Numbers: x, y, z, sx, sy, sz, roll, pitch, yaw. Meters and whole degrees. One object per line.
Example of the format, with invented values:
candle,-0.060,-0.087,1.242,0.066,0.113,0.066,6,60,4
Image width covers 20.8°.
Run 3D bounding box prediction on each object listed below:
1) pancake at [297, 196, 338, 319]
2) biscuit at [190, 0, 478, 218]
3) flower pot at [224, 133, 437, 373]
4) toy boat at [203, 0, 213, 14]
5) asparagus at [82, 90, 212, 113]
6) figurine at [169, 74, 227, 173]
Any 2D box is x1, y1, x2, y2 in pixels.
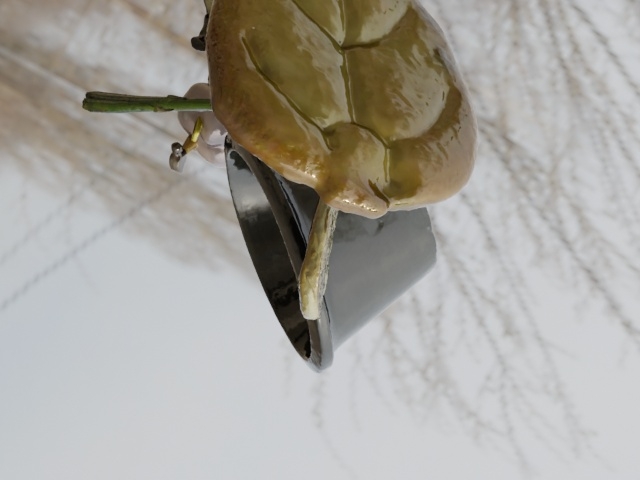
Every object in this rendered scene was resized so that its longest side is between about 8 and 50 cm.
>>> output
pancake,0.000,0.000,1.621,0.158,0.028,0.158,-169,-90,-90
biscuit,0.014,-0.123,1.168,0.041,0.203,0.260,123,-29,-47
flower pot,0.018,-0.011,1.832,0.166,0.269,0.269,-19,-165,-10
toy boat,-0.078,-0.251,1.809,0.061,0.116,0.188,-19,175,9
asparagus,-0.111,-0.122,1.557,0.233,0.023,0.022,3,-93,25
figurine,-0.096,-0.170,2.001,0.137,0.112,0.229,163,-52,-79
